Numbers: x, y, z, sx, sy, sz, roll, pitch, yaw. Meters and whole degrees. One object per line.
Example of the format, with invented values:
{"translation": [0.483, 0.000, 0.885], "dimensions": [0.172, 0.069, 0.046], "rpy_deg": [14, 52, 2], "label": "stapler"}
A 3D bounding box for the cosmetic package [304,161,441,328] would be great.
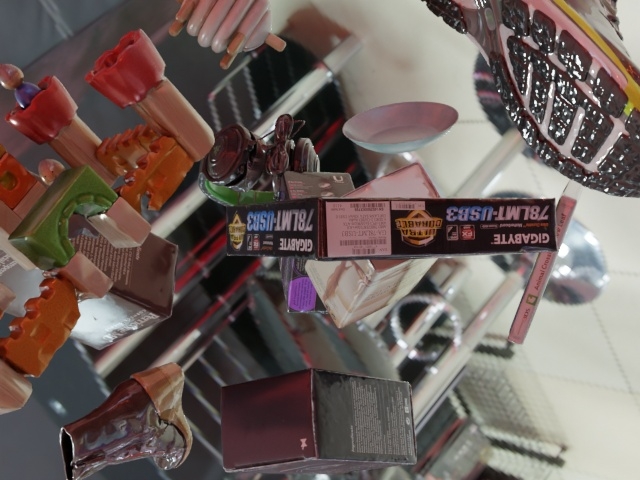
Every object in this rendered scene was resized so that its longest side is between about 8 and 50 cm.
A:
{"translation": [0.086, 0.016, 1.557], "dimensions": [0.129, 0.153, 0.296], "rpy_deg": [61, 163, 14], "label": "cosmetic package"}

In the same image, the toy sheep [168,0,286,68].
{"translation": [-0.094, -0.224, 0.999], "dimensions": [0.132, 0.091, 0.091], "rpy_deg": [34, 154, -11], "label": "toy sheep"}

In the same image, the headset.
{"translation": [-0.115, -0.131, 2.026], "dimensions": [0.243, 0.185, 0.394], "rpy_deg": [10, 155, -12], "label": "headset"}

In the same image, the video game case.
{"translation": [0.295, 0.018, 1.302], "dimensions": [0.023, 0.212, 0.193], "rpy_deg": [21, 107, 12], "label": "video game case"}

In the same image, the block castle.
{"translation": [-0.358, -0.030, 1.134], "dimensions": [0.303, 0.453, 0.213], "rpy_deg": [-10, 131, 48], "label": "block castle"}

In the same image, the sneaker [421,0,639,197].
{"translation": [0.175, -0.162, 0.713], "dimensions": [0.300, 0.121, 0.111], "rpy_deg": [60, 160, 23], "label": "sneaker"}

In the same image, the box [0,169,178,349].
{"translation": [-0.420, 0.021, 1.503], "dimensions": [0.191, 0.143, 0.381], "rpy_deg": [-26, 141, 37], "label": "box"}

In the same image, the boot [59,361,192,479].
{"translation": [-0.299, 0.306, 1.528], "dimensions": [0.090, 0.207, 0.248], "rpy_deg": [37, 141, 29], "label": "boot"}

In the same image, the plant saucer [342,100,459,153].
{"translation": [0.134, -0.182, 1.672], "dimensions": [0.195, 0.195, 0.037], "rpy_deg": [16, 125, 42], "label": "plant saucer"}

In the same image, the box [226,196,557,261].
{"translation": [0.072, -0.013, 1.187], "dimensions": [0.295, 0.293, 0.073], "rpy_deg": [179, 91, -65], "label": "box"}

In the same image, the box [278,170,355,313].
{"translation": [0.000, 0.000, 1.897], "dimensions": [0.270, 0.143, 0.165], "rpy_deg": [-105, 19, -58], "label": "box"}

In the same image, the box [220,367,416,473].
{"translation": [0.000, 0.231, 1.259], "dimensions": [0.153, 0.108, 0.207], "rpy_deg": [-16, 158, 35], "label": "box"}
